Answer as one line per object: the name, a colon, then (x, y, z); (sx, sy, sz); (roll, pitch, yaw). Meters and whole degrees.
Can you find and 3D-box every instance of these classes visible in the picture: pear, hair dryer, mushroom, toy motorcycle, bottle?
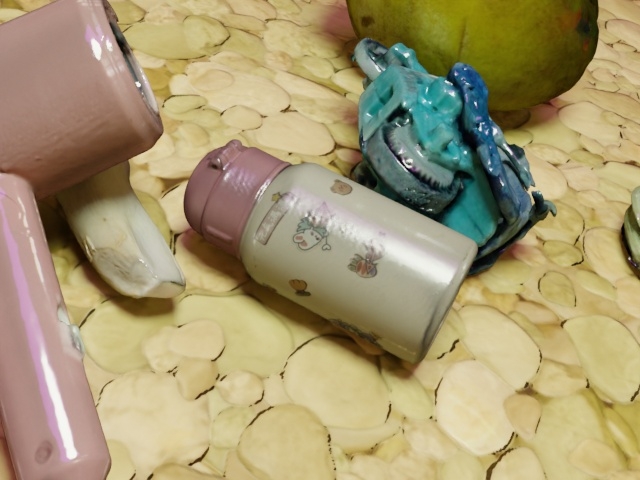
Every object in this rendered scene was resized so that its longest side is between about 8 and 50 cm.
pear: (0.167, -0.284, 0.938); (0.321, 0.269, 0.269); (26, 39, -15)
hair dryer: (-0.187, 0.010, 0.560); (0.210, 0.125, 0.353); (-24, 68, -1)
mushroom: (-0.169, -0.028, 0.672); (0.084, 0.071, 0.209); (22, 29, -51)
toy motorcycle: (0.117, -0.087, 0.790); (0.206, 0.154, 0.260); (30, 32, -22)
bottle: (0.000, 0.000, 0.666); (0.233, 0.110, 0.110); (26, 41, 11)

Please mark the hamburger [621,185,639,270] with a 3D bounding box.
hamburger: (0.366, 0.002, 0.828); (0.133, 0.062, 0.140); (5, 40, -20)
